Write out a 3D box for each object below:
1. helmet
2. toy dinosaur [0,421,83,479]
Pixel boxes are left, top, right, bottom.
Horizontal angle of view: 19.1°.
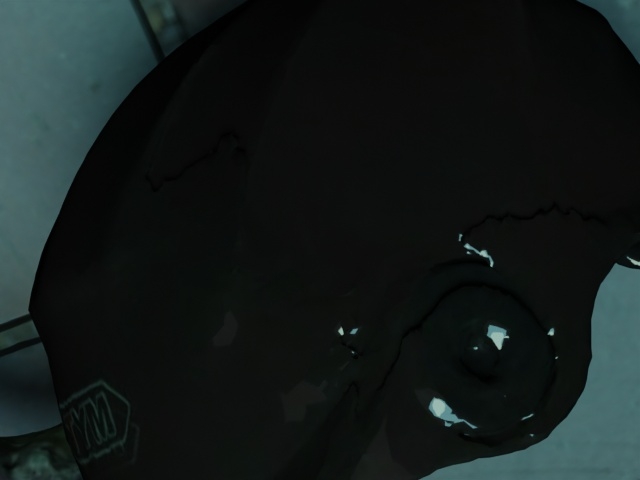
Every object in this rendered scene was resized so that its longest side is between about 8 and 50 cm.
[{"bbox_3d":[0.000,0.000,0.688,0.177,0.305,0.225,58,146,-4],"label":"helmet"},{"bbox_3d":[-0.083,0.111,0.788,0.294,0.162,0.077,26,113,-14],"label":"toy dinosaur"}]
